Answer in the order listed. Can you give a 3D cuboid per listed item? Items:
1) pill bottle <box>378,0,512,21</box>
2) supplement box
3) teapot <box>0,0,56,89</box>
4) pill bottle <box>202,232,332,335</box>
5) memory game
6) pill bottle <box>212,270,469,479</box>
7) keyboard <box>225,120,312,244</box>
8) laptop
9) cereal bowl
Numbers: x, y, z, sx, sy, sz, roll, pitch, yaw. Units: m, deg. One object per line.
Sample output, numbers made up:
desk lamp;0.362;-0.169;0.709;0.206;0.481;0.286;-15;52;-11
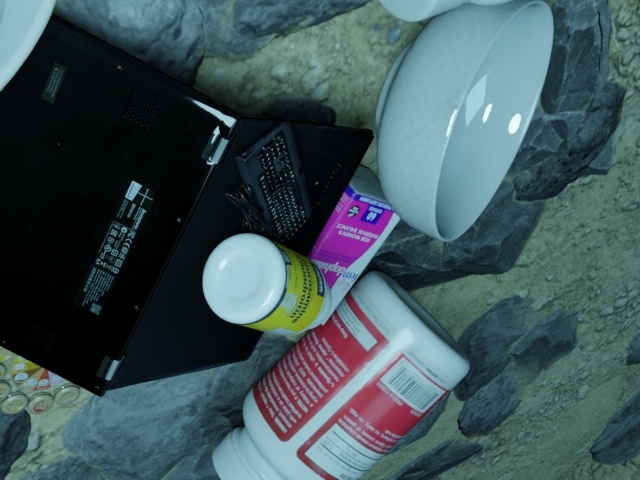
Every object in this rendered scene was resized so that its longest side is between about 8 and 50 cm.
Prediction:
pill bottle;0.238;-0.400;0.980;0.392;0.224;0.224;-26;138;-18
supplement box;0.000;0.000;1.250;0.111;0.114;0.220;14;119;-44
teapot;-0.323;-0.194;0.614;0.256;0.187;0.252;-53;176;-12
pill bottle;-0.054;0.058;1.038;0.103;0.103;0.184;-46;155;7
memory game;-0.373;0.171;1.195;0.186;0.012;0.186;-22;137;-22
pill bottle;0.025;0.263;1.421;0.407;0.229;0.229;-45;140;7
keyboard;-0.048;-0.044;0.987;0.100;0.038;0.192;-42;152;-14
laptop;-0.206;-0.036;1.047;0.408;0.236;0.382;28;111;-5
cereal bowl;0.173;-0.176;1.158;0.339;0.141;0.339;-47;153;-33
